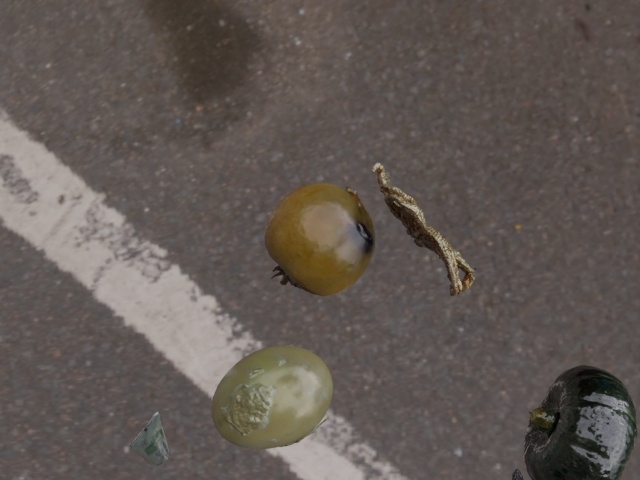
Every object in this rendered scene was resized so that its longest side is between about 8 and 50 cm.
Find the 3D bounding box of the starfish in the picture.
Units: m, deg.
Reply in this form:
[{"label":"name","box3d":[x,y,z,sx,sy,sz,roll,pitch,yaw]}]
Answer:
[{"label":"starfish","box3d":[0.135,-0.022,1.447,0.053,0.150,0.210,-35,73,-6]}]

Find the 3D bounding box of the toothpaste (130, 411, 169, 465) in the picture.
[{"label":"toothpaste","box3d":[-0.260,0.312,1.673,0.041,0.218,0.064,36,70,11]}]

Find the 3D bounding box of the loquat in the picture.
[{"label":"loquat","box3d":[0.000,0.000,1.438,0.163,0.137,0.163,-31,145,-26]}]

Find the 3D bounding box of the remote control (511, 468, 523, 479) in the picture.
[{"label":"remote control","box3d":[0.329,0.435,1.841,0.039,0.014,0.096,58,35,-46]}]

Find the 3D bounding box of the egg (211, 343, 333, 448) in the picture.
[{"label":"egg","box3d":[-0.076,0.252,1.734,0.201,0.164,0.164,-24,97,-3]}]

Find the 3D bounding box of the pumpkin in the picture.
[{"label":"pumpkin","box3d":[0.397,0.298,1.691,0.152,0.211,0.212,32,61,-15]}]
